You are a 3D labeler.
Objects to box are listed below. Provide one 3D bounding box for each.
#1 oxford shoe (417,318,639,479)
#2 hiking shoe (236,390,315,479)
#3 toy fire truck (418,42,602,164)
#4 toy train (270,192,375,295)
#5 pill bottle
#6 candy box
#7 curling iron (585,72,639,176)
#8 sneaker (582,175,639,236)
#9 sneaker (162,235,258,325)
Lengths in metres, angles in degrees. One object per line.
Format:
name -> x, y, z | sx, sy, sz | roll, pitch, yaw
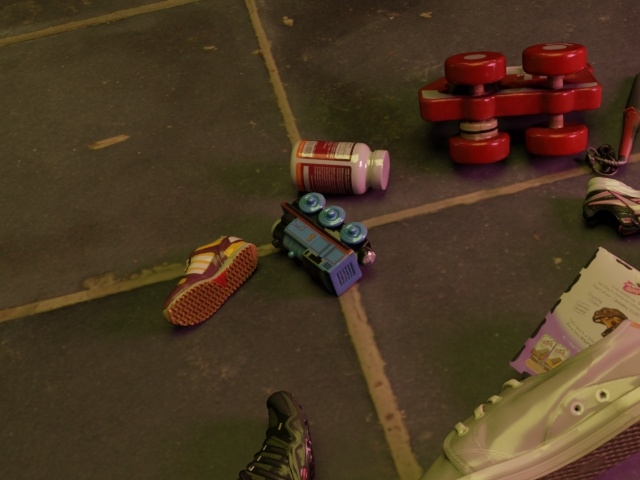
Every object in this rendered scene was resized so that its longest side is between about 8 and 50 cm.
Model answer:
oxford shoe -> 0.224, 0.236, 1.127 | 0.449, 0.169, 0.130 | -31, 57, 1
hiking shoe -> -0.063, 0.286, 1.221 | 0.114, 0.086, 0.226 | -9, 46, -3
toy fire truck -> 0.317, -0.247, 1.653 | 0.302, 0.169, 0.254 | -5, 20, 7
toy train -> 0.000, 0.000, 1.501 | 0.105, 0.080, 0.184 | -39, 52, -18
pill bottle -> 0.033, -0.119, 1.605 | 0.152, 0.086, 0.086 | 5, 47, 14
candy box -> 0.368, 0.135, 1.245 | 0.165, 0.070, 0.196 | 39, 92, 37
curling iron -> 0.506, -0.204, 1.640 | 0.068, 0.035, 0.274 | 15, 50, 23
sneaker -> 0.478, -0.036, 1.468 | 0.178, 0.072, 0.077 | 11, 60, 31
sneaker -> -0.181, 0.059, 1.487 | 0.084, 0.069, 0.185 | 20, 46, 38
